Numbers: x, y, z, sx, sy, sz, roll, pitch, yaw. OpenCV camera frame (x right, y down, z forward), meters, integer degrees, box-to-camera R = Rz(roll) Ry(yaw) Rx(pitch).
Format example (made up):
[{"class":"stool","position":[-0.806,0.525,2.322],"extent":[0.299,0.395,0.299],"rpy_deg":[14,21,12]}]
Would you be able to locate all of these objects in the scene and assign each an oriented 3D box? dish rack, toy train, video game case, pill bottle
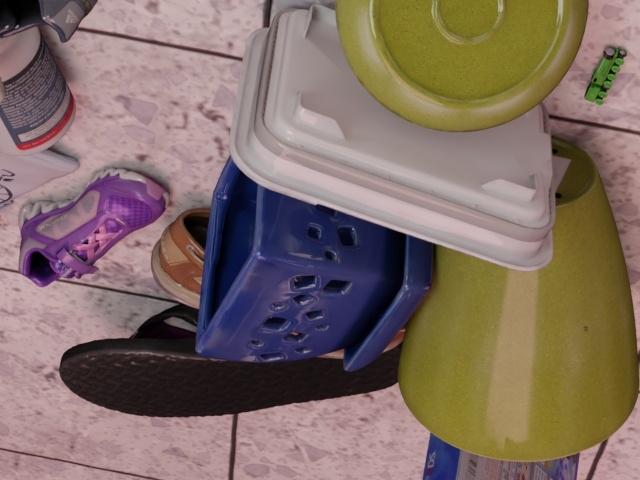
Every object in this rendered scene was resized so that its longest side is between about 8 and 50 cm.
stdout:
[{"class":"dish rack","position":[0.085,-0.117,1.806],"extent":[0.332,0.286,0.072],"rpy_deg":[19,125,-10]},{"class":"toy train","position":[0.289,-0.168,1.878],"extent":[0.023,0.017,0.083],"rpy_deg":[23,145,4]},{"class":"video game case","position":[0.228,0.273,2.290],"extent":[0.061,0.270,0.244],"rpy_deg":[-17,135,36]},{"class":"pill bottle","position":[-0.339,-0.185,1.967],"extent":[0.108,0.108,0.180],"rpy_deg":[0,143,17]}]

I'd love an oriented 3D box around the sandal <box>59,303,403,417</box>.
[{"class":"sandal","position":[-0.111,0.144,2.379],"extent":[0.445,0.107,0.168],"rpy_deg":[-4,142,1]}]

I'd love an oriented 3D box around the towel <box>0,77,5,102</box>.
[{"class":"towel","position":[-0.432,-0.241,1.836],"extent":[0.282,0.049,0.187],"rpy_deg":[28,154,45]}]

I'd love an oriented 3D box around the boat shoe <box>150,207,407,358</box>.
[{"class":"boat shoe","position":[-0.040,0.048,2.192],"extent":[0.324,0.123,0.116],"rpy_deg":[15,143,-7]}]

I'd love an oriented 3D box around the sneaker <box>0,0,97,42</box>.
[{"class":"sneaker","position":[-0.334,-0.267,1.799],"extent":[0.300,0.121,0.111],"rpy_deg":[10,159,32]}]

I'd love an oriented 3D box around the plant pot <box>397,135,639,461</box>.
[{"class":"plant pot","position":[0.222,0.041,2.010],"extent":[0.274,0.275,0.294],"rpy_deg":[6,129,9]}]

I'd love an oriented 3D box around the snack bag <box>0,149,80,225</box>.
[{"class":"snack bag","position":[-0.493,-0.068,2.146],"extent":[0.342,0.037,0.323],"rpy_deg":[-22,152,34]}]

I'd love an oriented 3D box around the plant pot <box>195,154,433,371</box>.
[{"class":"plant pot","position":[0.000,0.000,2.025],"extent":[0.212,0.236,0.236],"rpy_deg":[13,145,-13]}]

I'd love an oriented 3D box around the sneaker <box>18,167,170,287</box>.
[{"class":"sneaker","position":[-0.277,-0.007,2.199],"extent":[0.236,0.105,0.095],"rpy_deg":[-21,132,36]}]

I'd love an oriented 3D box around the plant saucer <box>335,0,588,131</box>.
[{"class":"plant saucer","position":[0.134,-0.216,1.702],"extent":[0.240,0.037,0.241],"rpy_deg":[-1,102,-6]}]
